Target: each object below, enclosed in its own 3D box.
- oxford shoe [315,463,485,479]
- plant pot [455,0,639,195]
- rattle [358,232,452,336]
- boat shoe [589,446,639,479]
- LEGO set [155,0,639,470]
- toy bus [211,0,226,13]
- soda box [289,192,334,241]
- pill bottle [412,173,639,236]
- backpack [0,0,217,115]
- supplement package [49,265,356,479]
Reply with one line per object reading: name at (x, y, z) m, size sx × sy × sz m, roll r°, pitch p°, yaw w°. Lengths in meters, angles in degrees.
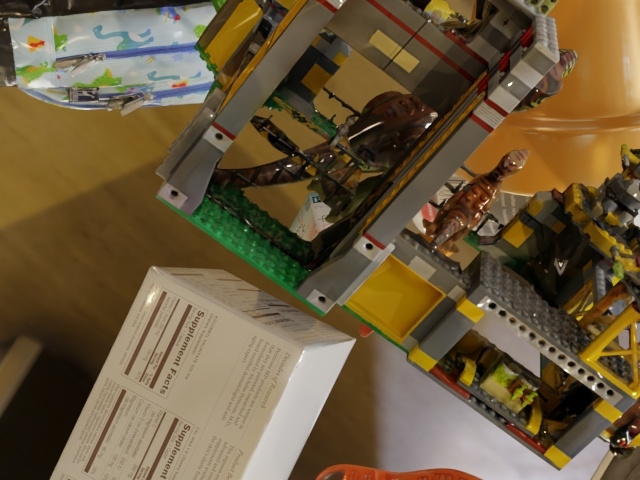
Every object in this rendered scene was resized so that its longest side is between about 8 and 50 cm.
oxford shoe at (0.168, 0.388, 1.934) m, size 0.364 × 0.130 × 0.133 m, roll 8°, pitch 170°, yaw 35°
plant pot at (0.199, -0.156, 1.088) m, size 0.205 × 0.205 × 0.188 m, roll 7°, pitch 114°, yaw 24°
rattle at (0.126, 0.067, 2.023) m, size 0.143 × 0.130 × 0.199 m, roll 1°, pitch 119°, yaw 5°
boat shoe at (0.371, 0.208, 1.412) m, size 0.095 × 0.335 × 0.112 m, roll 33°, pitch 171°, yaw 21°
LEGO set at (0.089, -0.061, 0.664) m, size 0.331 × 0.255 × 0.192 m, roll 40°, pitch 116°, yaw -4°
toy bus at (-0.049, -0.331, 1.373) m, size 0.104 × 0.202 × 0.191 m, roll 22°, pitch 126°, yaw 57°
soda box at (0.000, 0.000, 1.646) m, size 0.058 × 0.063 × 0.183 m, roll -7°, pitch 162°, yaw -16°
pill bottle at (0.301, -0.101, 1.684) m, size 0.363 × 0.210 × 0.210 m, roll 3°, pitch 137°, yaw 21°
backpack at (-0.236, -0.291, 1.645) m, size 0.355 × 0.290 × 0.273 m, roll -15°, pitch 132°, yaw 0°
supplement package at (-0.105, 0.170, 1.140) m, size 0.145 × 0.262 × 0.204 m, roll 27°, pitch -176°, yaw 12°
